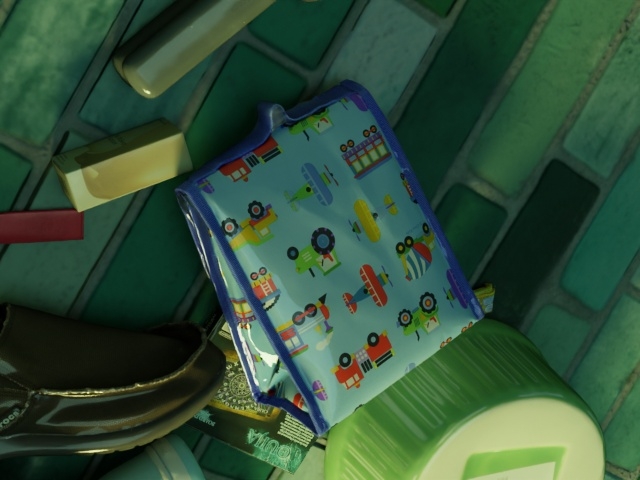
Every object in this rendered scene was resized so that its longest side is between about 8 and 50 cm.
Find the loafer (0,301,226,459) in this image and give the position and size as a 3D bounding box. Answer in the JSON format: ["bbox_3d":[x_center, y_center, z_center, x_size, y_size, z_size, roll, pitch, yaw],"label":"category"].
[{"bbox_3d":[-0.262,0.123,1.054,0.366,0.134,0.130,-10,111,-21],"label":"loafer"}]

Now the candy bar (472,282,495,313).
[{"bbox_3d":[0.129,0.084,1.293,0.161,0.018,0.040,-15,117,-20],"label":"candy bar"}]

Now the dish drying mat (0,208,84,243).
[{"bbox_3d":[-0.263,-0.014,1.078,0.083,0.008,0.032,-4,110,-25],"label":"dish drying mat"}]

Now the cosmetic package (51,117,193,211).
[{"bbox_3d":[-0.183,-0.071,1.065,0.115,0.060,0.041,-23,118,-18],"label":"cosmetic package"}]

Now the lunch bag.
[{"bbox_3d":[0.000,0.000,1.124,0.221,0.138,0.293,-33,115,-24],"label":"lunch bag"}]

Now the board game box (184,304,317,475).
[{"bbox_3d":[-0.068,0.162,1.223,0.186,0.026,0.126,32,93,-31],"label":"board game box"}]

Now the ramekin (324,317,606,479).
[{"bbox_3d":[0.171,0.252,1.287,0.303,0.148,0.303,-10,116,-22],"label":"ramekin"}]

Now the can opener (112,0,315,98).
[{"bbox_3d":[-0.055,-0.218,1.064,0.283,0.076,0.095,-41,119,-6],"label":"can opener"}]

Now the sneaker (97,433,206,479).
[{"bbox_3d":[-0.191,0.374,1.188,0.208,0.127,0.319,-21,106,-20],"label":"sneaker"}]
